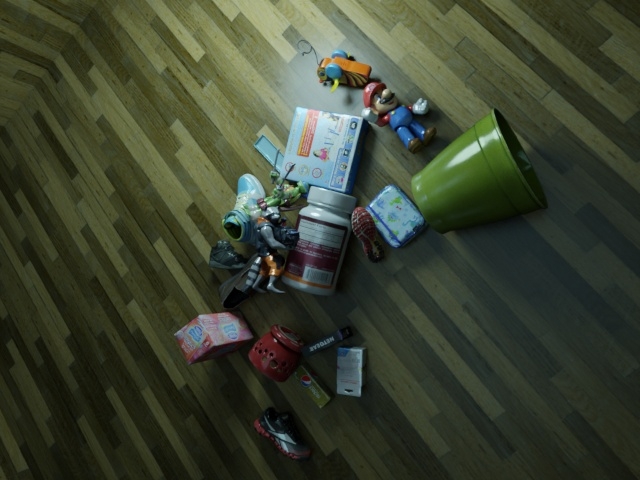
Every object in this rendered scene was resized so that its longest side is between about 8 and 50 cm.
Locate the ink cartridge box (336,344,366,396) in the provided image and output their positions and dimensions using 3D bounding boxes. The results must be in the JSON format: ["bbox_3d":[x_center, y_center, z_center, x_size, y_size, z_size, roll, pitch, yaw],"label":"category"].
[{"bbox_3d":[0.123,0.512,1.897,0.104,0.061,0.181,1,87,23],"label":"ink cartridge box"}]

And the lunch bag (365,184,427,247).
[{"bbox_3d":[0.287,-0.087,1.852,0.176,0.090,0.219,-42,72,18],"label":"lunch bag"}]

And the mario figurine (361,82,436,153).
[{"bbox_3d":[0.287,-0.487,1.820,0.320,0.198,0.170,47,125,13],"label":"mario figurine"}]

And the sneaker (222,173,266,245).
[{"bbox_3d":[-0.331,-0.137,2.035,0.127,0.208,0.319,-17,81,31],"label":"sneaker"}]

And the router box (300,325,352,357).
[{"bbox_3d":[0.027,0.400,1.905,0.179,0.133,0.046,-30,77,18],"label":"router box"}]

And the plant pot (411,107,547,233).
[{"bbox_3d":[0.518,-0.199,1.650,0.353,0.366,0.367,-28,77,31],"label":"plant pot"}]

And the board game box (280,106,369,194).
[{"bbox_3d":[0.013,-0.369,1.978,0.301,0.086,0.308,16,93,22],"label":"board game box"}]

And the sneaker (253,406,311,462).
[{"bbox_3d":[-0.143,0.785,1.971,0.276,0.097,0.135,31,101,22],"label":"sneaker"}]

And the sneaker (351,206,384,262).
[{"bbox_3d":[0.171,-0.023,1.857,0.088,0.093,0.225,-21,107,-4],"label":"sneaker"}]

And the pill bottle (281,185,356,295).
[{"bbox_3d":[0.000,0.000,1.889,0.224,0.224,0.392,17,93,22],"label":"pill bottle"}]

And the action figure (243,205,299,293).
[{"bbox_3d":[-0.185,0.030,1.782,0.178,0.341,0.330,4,83,-14],"label":"action figure"}]

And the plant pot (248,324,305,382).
[{"bbox_3d":[-0.170,0.447,1.956,0.191,0.191,0.174,35,93,20],"label":"plant pot"}]

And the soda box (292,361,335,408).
[{"bbox_3d":[-0.028,0.588,1.957,0.181,0.058,0.061,46,103,17],"label":"soda box"}]

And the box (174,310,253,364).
[{"bbox_3d":[-0.434,0.397,2.002,0.154,0.300,0.142,-37,73,15],"label":"box"}]

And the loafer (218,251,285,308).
[{"bbox_3d":[-0.286,0.181,2.028,0.366,0.134,0.130,-41,30,24],"label":"loafer"}]

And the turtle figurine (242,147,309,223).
[{"bbox_3d":[-0.196,-0.206,1.901,0.266,0.275,0.198,-35,57,-1],"label":"turtle figurine"}]

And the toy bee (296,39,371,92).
[{"bbox_3d":[0.056,-0.701,1.965,0.298,0.162,0.195,41,71,6],"label":"toy bee"}]

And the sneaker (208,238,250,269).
[{"bbox_3d":[-0.392,0.062,2.118,0.227,0.087,0.130,5,95,28],"label":"sneaker"}]

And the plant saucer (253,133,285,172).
[{"bbox_3d":[-0.211,-0.379,2.107,0.067,0.018,0.192,-47,73,13],"label":"plant saucer"}]
